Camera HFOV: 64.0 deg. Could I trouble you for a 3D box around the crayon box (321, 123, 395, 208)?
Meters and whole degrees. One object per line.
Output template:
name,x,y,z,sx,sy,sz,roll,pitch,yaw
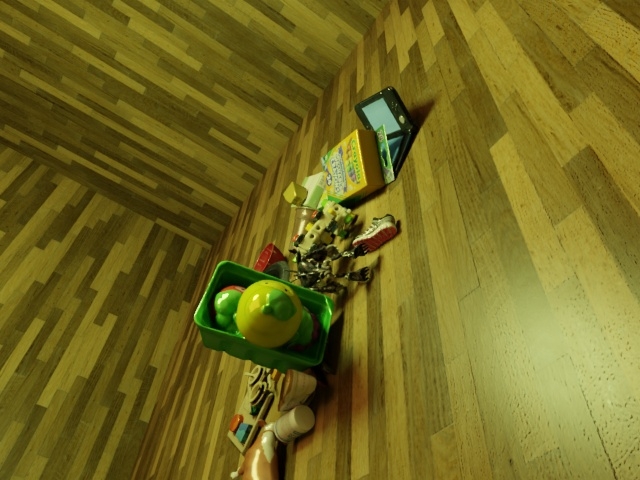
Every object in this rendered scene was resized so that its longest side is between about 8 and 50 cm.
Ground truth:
crayon box,0.121,-0.254,1.804,0.323,0.083,0.203,-28,69,59

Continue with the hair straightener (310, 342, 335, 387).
hair straightener,0.004,0.329,1.482,0.089,0.047,0.230,-58,14,7

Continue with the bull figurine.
bull figurine,-0.166,0.637,1.374,0.189,0.101,0.310,-58,16,20

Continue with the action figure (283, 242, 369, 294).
action figure,0.025,0.091,1.565,0.275,0.140,0.164,-12,83,37

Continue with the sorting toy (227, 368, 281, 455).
sorting toy,-0.228,0.549,1.748,0.308,0.041,0.229,-65,19,-12

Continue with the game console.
game console,0.192,-0.363,1.803,0.173,0.250,0.293,-38,13,-17

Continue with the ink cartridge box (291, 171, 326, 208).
ink cartridge box,-0.046,-0.223,2.379,0.171,0.056,0.235,-64,17,-10

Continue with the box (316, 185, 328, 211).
box,0.050,-0.209,2.130,0.105,0.043,0.179,-22,45,62

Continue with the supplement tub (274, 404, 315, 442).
supplement tub,-0.071,0.494,1.377,0.107,0.071,0.071,-46,24,39

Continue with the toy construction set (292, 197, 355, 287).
toy construction set,0.000,0.000,1.740,0.215,0.151,0.328,87,-155,-74

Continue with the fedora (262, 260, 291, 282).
fedora,-0.161,0.235,1.857,0.334,0.152,0.334,-46,25,29

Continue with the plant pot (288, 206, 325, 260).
plant pot,-0.040,-0.020,1.926,0.167,0.166,0.165,-8,63,67

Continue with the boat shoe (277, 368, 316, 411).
boat shoe,-0.063,0.427,1.427,0.277,0.096,0.098,111,166,-65

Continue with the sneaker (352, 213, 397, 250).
sneaker,0.165,-0.026,1.535,0.170,0.063,0.075,-34,32,44

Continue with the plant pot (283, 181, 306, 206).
plant pot,-0.110,-0.199,2.311,0.081,0.081,0.083,-51,31,26

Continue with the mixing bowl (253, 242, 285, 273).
mixing bowl,-0.216,0.110,2.269,0.181,0.098,0.182,-51,22,29

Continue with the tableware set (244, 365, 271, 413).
tableware set,-0.221,0.482,1.733,0.128,0.039,0.194,-52,16,8

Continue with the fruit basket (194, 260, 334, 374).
fruit basket,-0.144,0.194,1.407,0.392,0.392,0.283,-44,21,40
